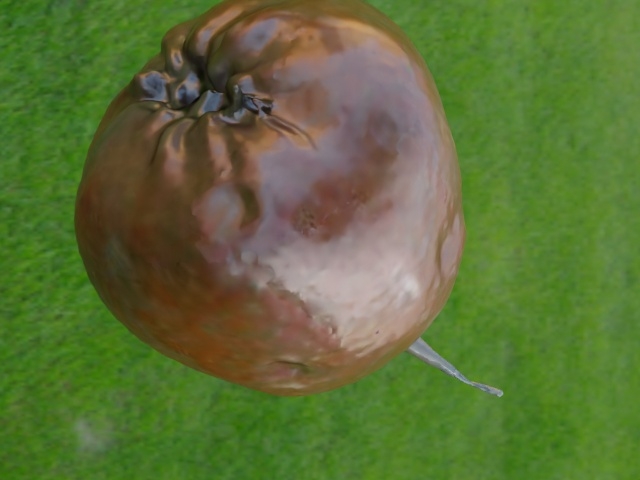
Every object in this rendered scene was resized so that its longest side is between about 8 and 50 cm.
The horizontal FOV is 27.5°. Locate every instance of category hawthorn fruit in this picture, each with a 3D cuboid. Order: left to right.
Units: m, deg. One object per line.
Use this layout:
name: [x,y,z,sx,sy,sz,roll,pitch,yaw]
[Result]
hawthorn fruit: [-0.016,-0.002,0.492,0.149,0.149,0.189,-50,143,-39]
